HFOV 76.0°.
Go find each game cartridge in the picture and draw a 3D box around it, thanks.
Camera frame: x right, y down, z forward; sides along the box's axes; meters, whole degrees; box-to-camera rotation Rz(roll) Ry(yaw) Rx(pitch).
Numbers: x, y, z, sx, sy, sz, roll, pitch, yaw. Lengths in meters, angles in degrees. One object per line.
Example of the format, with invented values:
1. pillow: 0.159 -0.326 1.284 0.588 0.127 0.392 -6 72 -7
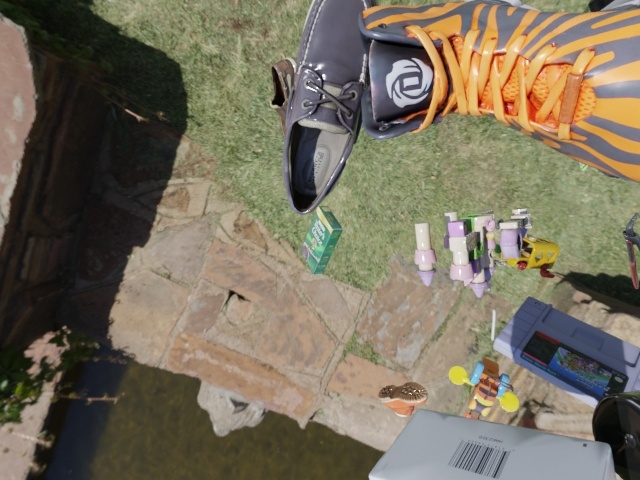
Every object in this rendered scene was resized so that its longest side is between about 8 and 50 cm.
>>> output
1. game cartridge: 0.658 0.293 1.043 0.355 0.230 0.068 28 132 35

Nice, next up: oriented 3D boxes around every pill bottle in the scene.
1. pill bottle: 0.520 0.270 0.579 0.219 0.123 0.123 -2 103 -12

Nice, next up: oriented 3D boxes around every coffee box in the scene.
1. coffee box: 0.000 0.000 1.234 0.040 0.113 0.184 -1 133 -29

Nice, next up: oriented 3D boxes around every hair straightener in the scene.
1. hair straightener: 0.742 0.025 0.920 0.089 0.047 0.230 -7 129 41

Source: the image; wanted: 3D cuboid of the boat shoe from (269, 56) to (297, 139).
1. boat shoe: -0.115 -0.419 1.253 0.095 0.095 0.258 -25 133 -29

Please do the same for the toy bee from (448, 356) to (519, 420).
1. toy bee: 0.463 0.438 1.196 0.195 0.298 0.162 27 95 40

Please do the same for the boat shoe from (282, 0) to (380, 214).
1. boat shoe: 0.009 -0.156 0.500 0.102 0.092 0.285 13 128 -5

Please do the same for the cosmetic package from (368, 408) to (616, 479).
1. cosmetic package: 0.204 0.343 0.458 0.224 0.138 0.225 -10 102 43

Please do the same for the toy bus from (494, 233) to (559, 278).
1. toy bus: 0.690 0.034 1.368 0.190 0.202 0.105 20 112 20

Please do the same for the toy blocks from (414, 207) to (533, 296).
1. toy blocks: 0.469 0.054 1.211 0.308 0.288 0.260 -1 100 40

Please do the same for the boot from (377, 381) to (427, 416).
1. boot: 0.233 0.424 1.079 0.085 0.059 0.158 52 141 -7

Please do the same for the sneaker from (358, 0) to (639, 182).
1. sneaker: 0.134 -0.110 0.311 0.179 0.321 0.125 -17 126 -16

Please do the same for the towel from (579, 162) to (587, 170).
1. towel: 0.733 -0.260 1.105 0.023 0.152 0.113 29 126 13

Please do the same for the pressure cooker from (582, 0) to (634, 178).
1. pressure cooker: 0.560 -0.256 0.566 0.369 0.420 0.376 17 103 2
